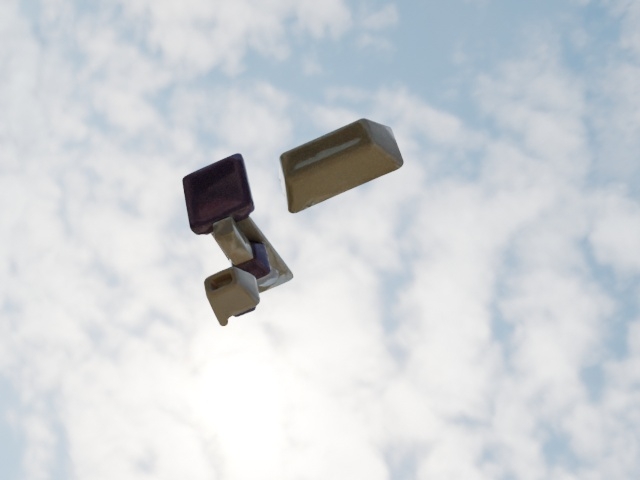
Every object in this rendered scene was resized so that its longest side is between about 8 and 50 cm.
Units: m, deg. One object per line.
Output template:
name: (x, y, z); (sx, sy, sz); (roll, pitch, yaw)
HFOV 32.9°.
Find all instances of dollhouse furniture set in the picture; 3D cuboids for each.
dollhouse furniture set: (0.000, 0.000, 0.571); (0.114, 0.091, 0.081); (-23, -42, 8)
